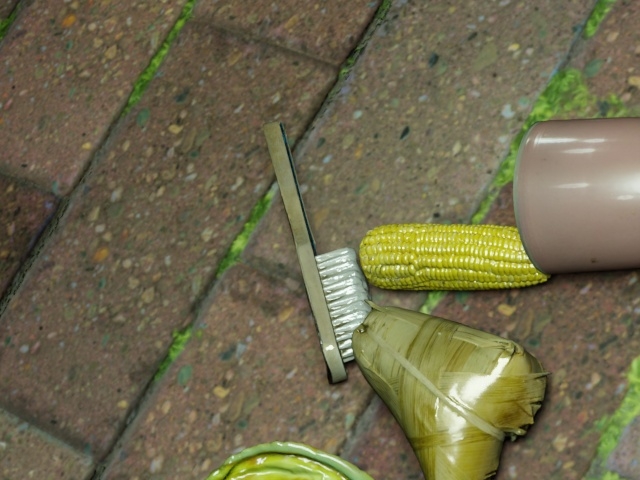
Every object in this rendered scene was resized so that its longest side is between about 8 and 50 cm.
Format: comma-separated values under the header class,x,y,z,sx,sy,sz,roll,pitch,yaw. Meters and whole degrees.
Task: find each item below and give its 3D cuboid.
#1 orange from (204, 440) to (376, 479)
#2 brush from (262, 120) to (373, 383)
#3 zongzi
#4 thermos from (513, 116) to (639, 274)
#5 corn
class,x,y,z,sx,sy,sz,roll,pitch,yaw
orange,-0.057,0.342,1.781,0.262,0.196,0.334,42,93,25
brush,0.000,0.000,2.036,0.065,0.070,0.327,-16,52,0
zongzi,0.096,0.168,1.861,0.194,0.099,0.197,20,81,37
thermos,0.326,-0.032,1.813,0.265,0.146,0.176,-1,104,29
corn,0.131,0.016,1.939,0.203,0.072,0.072,0,63,30
